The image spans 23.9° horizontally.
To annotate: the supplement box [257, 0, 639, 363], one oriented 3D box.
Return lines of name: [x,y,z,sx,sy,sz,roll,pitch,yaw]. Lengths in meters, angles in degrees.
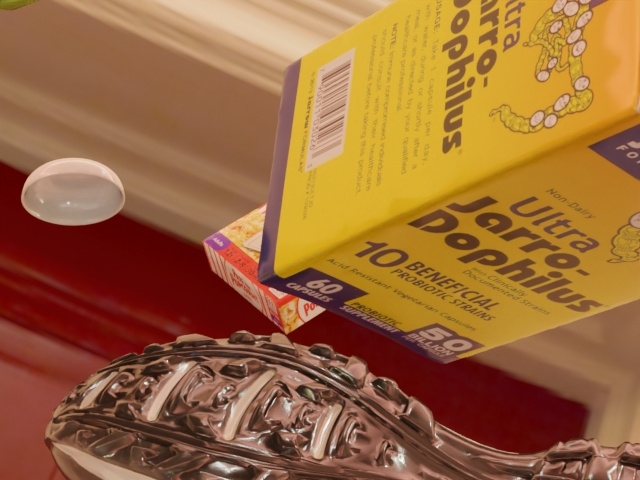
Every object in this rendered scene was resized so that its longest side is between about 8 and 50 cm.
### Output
supplement box: [0.146,-0.069,1.048,0.194,0.195,0.356,25,-33,-32]

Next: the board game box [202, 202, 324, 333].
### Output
board game box: [0.000,0.000,1.538,0.147,0.193,0.045,36,-30,45]

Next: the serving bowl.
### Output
serving bowl: [-0.201,-0.044,1.230,0.083,0.027,0.083,-4,-30,-3]

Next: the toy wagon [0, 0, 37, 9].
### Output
toy wagon: [-0.211,-0.083,0.560,0.267,0.344,0.068,-17,-79,20]

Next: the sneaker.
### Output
sneaker: [0.026,0.113,0.531,0.272,0.100,0.108,18,-59,11]
